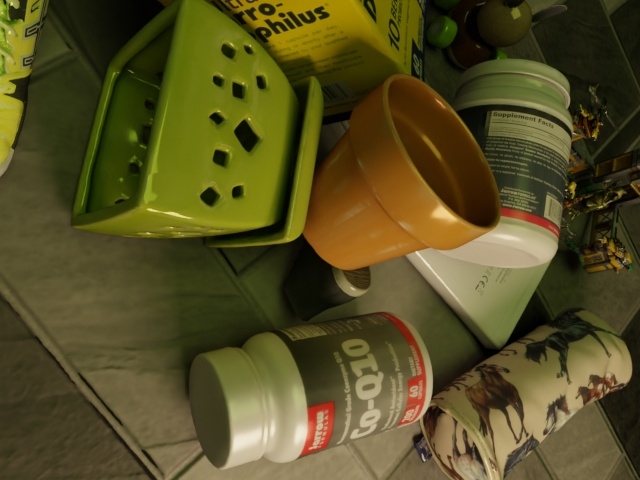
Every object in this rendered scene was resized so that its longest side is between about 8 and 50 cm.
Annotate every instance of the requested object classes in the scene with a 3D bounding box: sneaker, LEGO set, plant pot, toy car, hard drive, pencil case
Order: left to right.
[{"bbox_3d":[-0.354,-0.239,0.580,0.145,0.147,0.384,9,82,-32],"label":"sneaker"},{"bbox_3d":[-0.133,-0.104,0.665,0.207,0.227,0.228,16,77,-36],"label":"plant pot"},{"bbox_3d":[0.000,0.000,0.820,0.083,0.118,0.221,31,42,-33],"label":"sneaker"},{"bbox_3d":[0.077,-0.060,0.690,0.205,0.188,0.205,30,43,-33],"label":"plant pot"},{"bbox_3d":[0.250,-0.016,0.985,0.353,0.047,0.233,47,65,-20],"label":"hard drive"},{"bbox_3d":[0.302,-0.380,0.963,0.155,0.188,0.148,17,78,-29],"label":"toy car"},{"bbox_3d":[0.349,0.259,0.957,0.411,0.160,0.183,-22,118,-31],"label":"pencil case"},{"bbox_3d":[0.530,-0.104,1.056,0.331,0.192,0.254,45,55,-18],"label":"LEGO set"}]

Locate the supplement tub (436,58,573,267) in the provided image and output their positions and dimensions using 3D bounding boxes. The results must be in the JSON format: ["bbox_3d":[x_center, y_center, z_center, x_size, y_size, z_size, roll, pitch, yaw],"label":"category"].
[{"bbox_3d":[0.269,-0.108,0.864,0.191,0.191,0.272,19,76,-29],"label":"supplement tub"}]

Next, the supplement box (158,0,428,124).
[{"bbox_3d":[-0.026,-0.308,0.662,0.357,0.196,0.194,32,58,-54],"label":"supplement box"}]

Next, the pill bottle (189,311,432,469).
[{"bbox_3d":[-0.011,0.189,0.744,0.284,0.161,0.161,-6,89,-31],"label":"pill bottle"}]
